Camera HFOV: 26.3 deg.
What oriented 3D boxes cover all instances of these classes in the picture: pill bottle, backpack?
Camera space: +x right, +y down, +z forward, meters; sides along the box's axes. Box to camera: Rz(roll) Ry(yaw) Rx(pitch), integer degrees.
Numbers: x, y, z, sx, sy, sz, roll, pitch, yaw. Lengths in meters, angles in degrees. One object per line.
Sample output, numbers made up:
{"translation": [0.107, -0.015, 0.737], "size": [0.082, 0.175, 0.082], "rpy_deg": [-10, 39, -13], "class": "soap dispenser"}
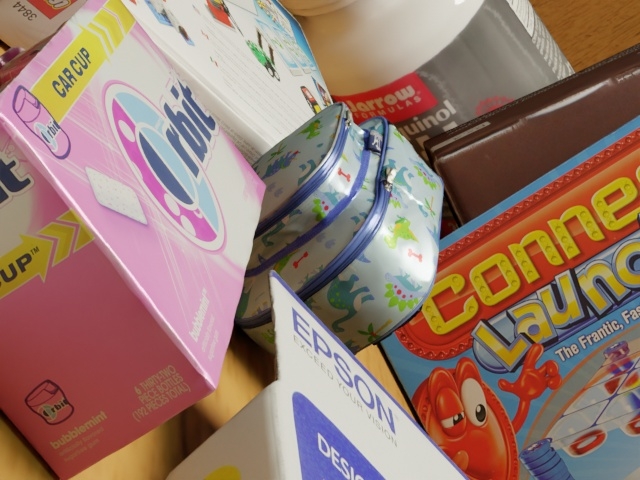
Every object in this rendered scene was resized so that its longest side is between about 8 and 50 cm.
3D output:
{"translation": [0.087, -0.143, 1.075], "size": [0.318, 0.176, 0.176], "rpy_deg": [48, 18, -35], "class": "pill bottle"}
{"translation": [0.000, 0.000, 0.641], "size": [0.084, 0.105, 0.114], "rpy_deg": [43, 27, -24], "class": "backpack"}

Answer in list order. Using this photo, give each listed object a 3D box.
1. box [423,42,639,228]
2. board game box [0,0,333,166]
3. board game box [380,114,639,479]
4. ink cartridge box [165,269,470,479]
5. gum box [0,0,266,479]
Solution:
{"translation": [0.234, 0.068, 0.970], "size": [0.143, 0.191, 0.381], "rpy_deg": [-94, 160, -79], "class": "box"}
{"translation": [-0.077, -0.115, 0.718], "size": [0.305, 0.053, 0.193], "rpy_deg": [40, 24, -51], "class": "board game box"}
{"translation": [0.222, 0.086, 0.785], "size": [0.302, 0.308, 0.086], "rpy_deg": [62, 17, 18], "class": "board game box"}
{"translation": [0.057, 0.205, 0.481], "size": [0.303, 0.072, 0.307], "rpy_deg": [49, 15, -28], "class": "ink cartridge box"}
{"translation": [-0.080, -0.016, 0.483], "size": [0.107, 0.062, 0.188], "rpy_deg": [54, 15, -17], "class": "gum box"}
